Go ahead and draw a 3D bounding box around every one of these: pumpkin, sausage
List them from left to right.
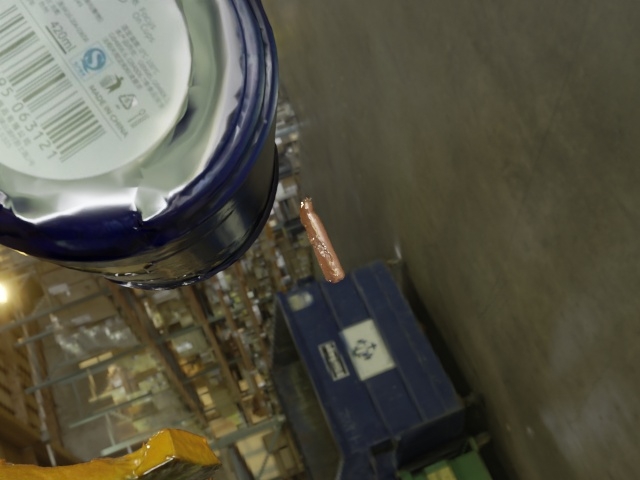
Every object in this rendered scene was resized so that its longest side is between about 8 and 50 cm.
[{"bbox_3d":[-0.231,0.283,0.872,0.095,0.290,0.258,63,148,25],"label":"pumpkin"},{"bbox_3d":[0.000,0.000,1.348,0.036,0.042,0.158,-14,-100,-54],"label":"sausage"}]

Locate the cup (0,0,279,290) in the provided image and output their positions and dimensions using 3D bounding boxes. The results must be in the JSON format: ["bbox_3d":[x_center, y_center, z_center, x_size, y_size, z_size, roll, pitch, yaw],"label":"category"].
[{"bbox_3d":[-0.143,-0.042,0.431,0.178,0.255,0.256,59,175,2],"label":"cup"}]
